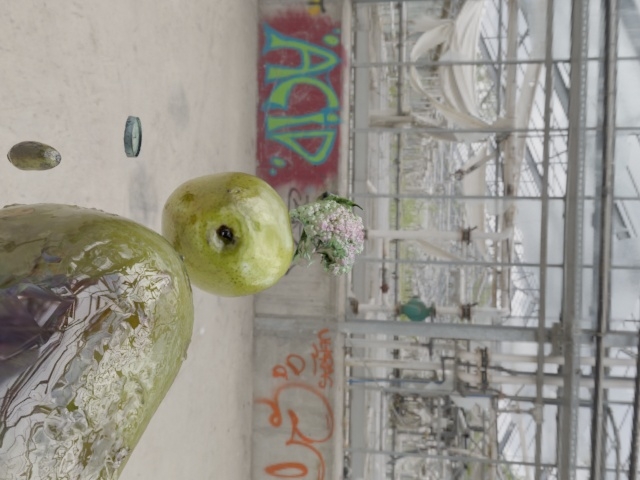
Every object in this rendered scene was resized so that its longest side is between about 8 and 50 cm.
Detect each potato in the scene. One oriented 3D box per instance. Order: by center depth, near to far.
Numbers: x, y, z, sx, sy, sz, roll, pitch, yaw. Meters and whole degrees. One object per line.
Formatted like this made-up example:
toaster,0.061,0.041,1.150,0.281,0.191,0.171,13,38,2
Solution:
potato,-0.215,0.101,0.364,0.173,0.210,0.307,126,-17,-51

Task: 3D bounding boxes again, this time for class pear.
pear,-0.194,-0.014,1.107,0.294,0.294,0.294,1,90,-82

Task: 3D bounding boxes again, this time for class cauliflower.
cauliflower,0.000,0.000,1.539,0.239,0.315,0.256,48,27,0

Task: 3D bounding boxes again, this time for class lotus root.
lotus root,-0.865,-0.255,1.577,0.080,0.179,0.089,66,31,-62

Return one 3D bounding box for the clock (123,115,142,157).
clock,-0.374,-0.206,1.046,0.085,0.017,0.085,-175,-90,-83
